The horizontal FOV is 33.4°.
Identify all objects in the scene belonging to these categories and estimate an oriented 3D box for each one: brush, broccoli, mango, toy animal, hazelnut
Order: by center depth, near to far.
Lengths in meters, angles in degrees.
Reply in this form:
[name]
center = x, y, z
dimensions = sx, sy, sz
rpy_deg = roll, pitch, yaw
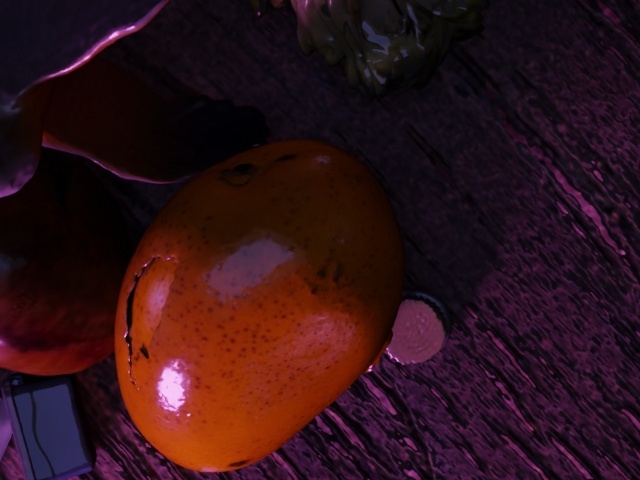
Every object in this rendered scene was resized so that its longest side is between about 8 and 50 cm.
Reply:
[broccoli]
center = 0.005, -0.256, 0.756
dimensions = 0.248, 0.245, 0.288
rpy_deg = -44, 76, 23
[toy animal]
center = -0.210, -0.176, 0.756
dimensions = 0.302, 0.225, 0.284
rpy_deg = -29, 62, -16
[mango]
center = -0.057, 0.060, 0.793
dimensions = 0.160, 0.191, 0.290
rpy_deg = 50, 126, 42
[hazelnut]
center = -0.236, 0.019, 0.824
dimensions = 0.204, 0.178, 0.178
rpy_deg = 39, 94, -25
[brush]
center = 0.000, 0.000, 0.870
dimensions = 0.266, 0.027, 0.062
rpy_deg = 43, 108, 2

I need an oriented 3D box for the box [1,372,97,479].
[box]
center = -0.218, 0.152, 0.870
dimensions = 0.054, 0.074, 0.099
rpy_deg = -15, 91, -6

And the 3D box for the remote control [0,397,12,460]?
[remote control]
center = -0.356, 0.250, 0.891
dimensions = 0.103, 0.051, 0.293
rpy_deg = 24, 94, 1
